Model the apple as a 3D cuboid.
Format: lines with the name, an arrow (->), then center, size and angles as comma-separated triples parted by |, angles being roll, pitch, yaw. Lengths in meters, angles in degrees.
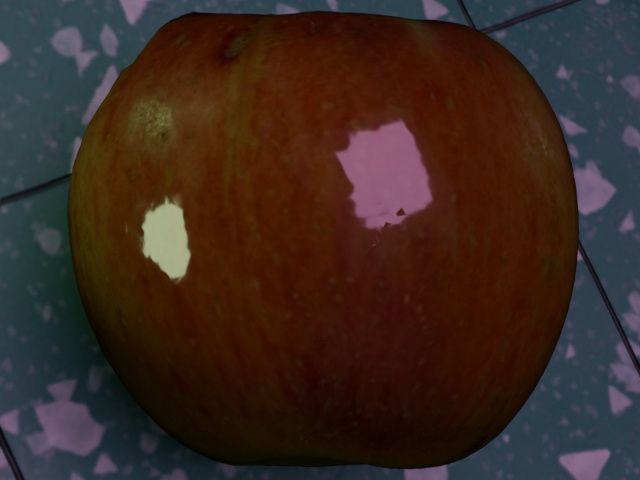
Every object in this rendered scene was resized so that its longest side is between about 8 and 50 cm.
apple -> 0.000, 0.000, 1.098 | 0.340, 0.339, 0.339 | 7, 71, -20
